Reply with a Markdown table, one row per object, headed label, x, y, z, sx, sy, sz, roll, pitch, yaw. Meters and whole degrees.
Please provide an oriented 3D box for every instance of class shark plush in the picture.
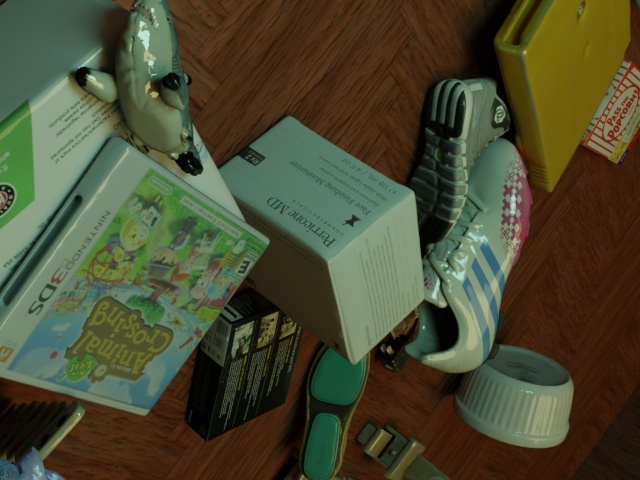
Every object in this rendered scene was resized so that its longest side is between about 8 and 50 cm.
| label | x | y | z | sx | sy | sz | roll | pitch | yaw |
| --- | --- | --- | --- | --- | --- | --- | --- | --- | --- |
| shark plush | -0.100 | -0.098 | 0.661 | 0.161 | 0.073 | 0.067 | 58 | 38 | -50 |

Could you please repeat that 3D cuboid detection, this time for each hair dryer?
| label | x | y | z | sx | sy | sz | roll | pitch | yaw |
| --- | --- | --- | --- | --- | --- | --- | --- | --- | --- |
| hair dryer | 0.196 | 0.059 | 1.371 | 0.293 | 0.080 | 0.223 | -39 | 144 | -24 |

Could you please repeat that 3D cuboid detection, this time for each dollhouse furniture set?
| label | x | y | z | sx | sy | sz | roll | pitch | yaw |
| --- | --- | --- | --- | --- | --- | --- | --- | --- | --- |
| dollhouse furniture set | 0.033 | 0.414 | 1.397 | 0.303 | 0.174 | 0.355 | -53 | 148 | -3 |

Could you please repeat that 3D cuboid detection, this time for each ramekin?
| label | x | y | z | sx | sy | sz | roll | pitch | yaw |
| --- | --- | --- | --- | --- | --- | --- | --- | --- | --- |
| ramekin | 0.347 | 0.267 | 1.647 | 0.207 | 0.207 | 0.109 | -7 | 116 | -49 |

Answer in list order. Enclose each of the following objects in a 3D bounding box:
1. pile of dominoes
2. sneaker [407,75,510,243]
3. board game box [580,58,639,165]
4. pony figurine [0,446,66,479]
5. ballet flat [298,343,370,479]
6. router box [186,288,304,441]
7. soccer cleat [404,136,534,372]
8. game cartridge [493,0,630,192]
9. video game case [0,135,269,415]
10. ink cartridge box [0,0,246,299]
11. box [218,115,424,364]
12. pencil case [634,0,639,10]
| label | x | y | z | sx | sy | sz | roll | pitch | yaw |
| --- | --- | --- | --- | --- | --- | --- | --- | --- | --- |
| pile of dominoes | -0.300 | 0.202 | 0.768 | 0.040 | 0.251 | 0.196 | 44 | 62 | -18 |
| sneaker | 0.190 | -0.107 | 1.205 | 0.132 | 0.086 | 0.228 | -22 | 135 | -38 |
| board game box | 0.479 | -0.210 | 1.522 | 0.194 | 0.045 | 0.146 | 9 | 111 | -55 |
| pony figurine | -0.329 | 0.144 | 0.549 | 0.303 | 0.364 | 0.350 | -31 | 142 | -71 |
| ballet flat | 0.015 | 0.222 | 1.299 | 0.073 | 0.080 | 0.232 | -65 | 171 | -76 |
| router box | -0.085 | 0.141 | 1.114 | 0.133 | 0.046 | 0.178 | -18 | 133 | -44 |
| soccer cleat | 0.195 | 0.020 | 1.259 | 0.143 | 0.116 | 0.331 | 5 | 96 | -35 |
| game cartridge | 0.333 | -0.260 | 1.245 | 0.285 | 0.053 | 0.323 | -58 | 151 | -16 |
| video game case | -0.150 | 0.041 | 0.741 | 0.193 | 0.023 | 0.212 | -54 | 148 | -1 |
| ink cartridge box | -0.197 | -0.035 | 0.745 | 0.201 | 0.117 | 0.278 | -45 | 146 | -16 |
| box | 0.000 | 0.000 | 0.970 | 0.119 | 0.181 | 0.181 | -41 | 145 | -22 |
| pencil case | 0.627 | -0.412 | 1.404 | 0.410 | 0.184 | 0.159 | -21 | 135 | -40 |
